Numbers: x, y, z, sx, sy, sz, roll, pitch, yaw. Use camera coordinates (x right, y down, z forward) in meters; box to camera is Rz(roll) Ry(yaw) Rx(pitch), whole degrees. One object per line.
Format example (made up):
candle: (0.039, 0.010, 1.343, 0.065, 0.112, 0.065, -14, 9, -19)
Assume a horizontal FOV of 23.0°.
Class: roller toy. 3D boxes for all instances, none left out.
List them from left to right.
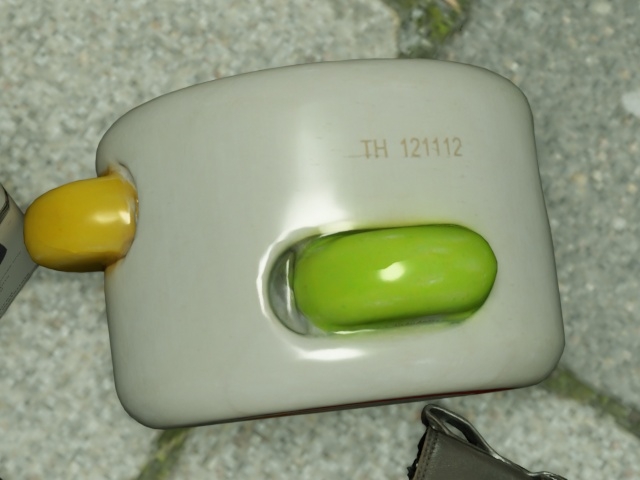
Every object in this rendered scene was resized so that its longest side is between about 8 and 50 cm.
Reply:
roller toy: (0.000, 0.000, 0.674, 0.209, 0.191, 0.146, -11, 81, 31)

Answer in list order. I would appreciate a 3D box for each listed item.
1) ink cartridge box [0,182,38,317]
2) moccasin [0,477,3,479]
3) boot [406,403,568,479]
ink cartridge box: (-0.219, -0.024, 0.639, 0.172, 0.237, 0.100, 33, 80, 2)
moccasin: (-0.249, 0.107, 0.677, 0.342, 0.117, 0.138, 33, 80, 2)
boot: (0.116, 0.220, 0.698, 0.228, 0.091, 0.263, 12, 66, -1)
